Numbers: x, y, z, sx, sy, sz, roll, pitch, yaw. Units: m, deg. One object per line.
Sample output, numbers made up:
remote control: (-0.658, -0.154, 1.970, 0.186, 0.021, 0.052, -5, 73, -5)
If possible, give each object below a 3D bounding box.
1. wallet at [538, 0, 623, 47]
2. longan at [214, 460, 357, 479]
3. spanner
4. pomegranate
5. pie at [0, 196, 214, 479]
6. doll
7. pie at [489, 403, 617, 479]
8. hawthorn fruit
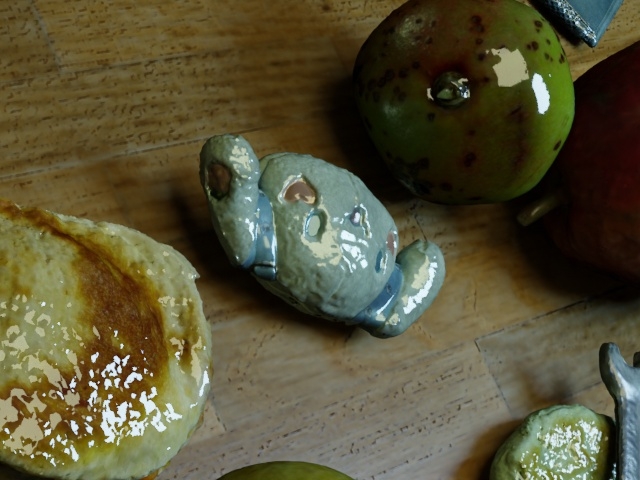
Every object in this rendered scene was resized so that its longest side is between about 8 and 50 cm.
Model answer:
wallet: (0.202, -0.229, 1.480, 0.129, 0.026, 0.088, 46, 47, -12)
longan: (-0.024, 0.202, 0.943, 0.145, 0.176, 0.155, 72, -4, -47)
spanner: (0.210, 0.178, 1.184, 0.054, 0.015, 0.254, 29, 50, -28)
pomegranate: (0.109, -0.106, 1.244, 0.159, 0.159, 0.205, 61, 24, 5)
pie: (-0.152, 0.054, 0.945, 0.205, 0.084, 0.179, 15, 56, -32)
doll: (0.000, 0.000, 1.128, 0.214, 0.071, 0.103, 31, 59, -36)
pie: (0.185, 0.201, 1.191, 0.187, 0.041, 0.187, 22, 53, -32)
hawthorn fruit: (0.265, -0.052, 1.303, 0.261, 0.224, 0.224, -13, 74, -30)
